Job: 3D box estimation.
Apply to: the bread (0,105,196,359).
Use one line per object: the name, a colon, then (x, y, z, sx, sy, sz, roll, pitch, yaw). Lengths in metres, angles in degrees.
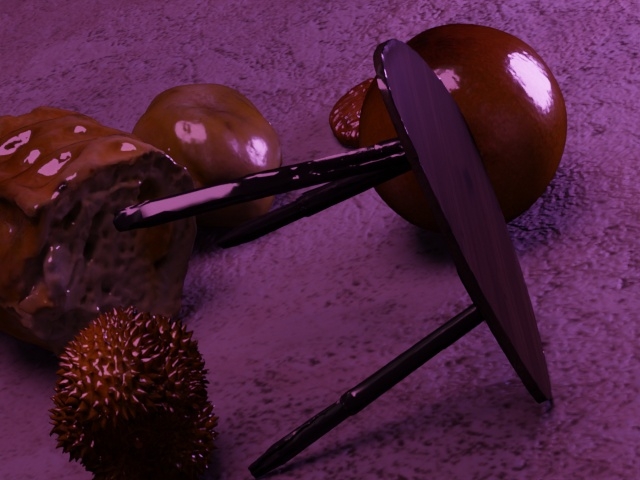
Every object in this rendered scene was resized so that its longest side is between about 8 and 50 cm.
bread: (-0.253, -0.011, 1.891, 0.196, 0.238, 0.252, 7, 2, -35)

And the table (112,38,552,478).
table: (0.000, 0.000, 1.572, 0.249, 0.317, 0.317, -23, 25, 13)

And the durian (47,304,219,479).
durian: (-0.152, 0.134, 1.588, 0.137, 0.158, 0.168, -4, 24, -3)

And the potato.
potato: (-0.119, -0.089, 2.018, 0.155, 0.137, 0.200, -16, 25, 4)

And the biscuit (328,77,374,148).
biscuit: (0.099, -0.154, 2.125, 0.188, 0.027, 0.188, -15, 25, 7)

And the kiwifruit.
kiwifruit: (0.133, -0.109, 1.834, 0.196, 0.196, 0.234, -14, 24, 9)
